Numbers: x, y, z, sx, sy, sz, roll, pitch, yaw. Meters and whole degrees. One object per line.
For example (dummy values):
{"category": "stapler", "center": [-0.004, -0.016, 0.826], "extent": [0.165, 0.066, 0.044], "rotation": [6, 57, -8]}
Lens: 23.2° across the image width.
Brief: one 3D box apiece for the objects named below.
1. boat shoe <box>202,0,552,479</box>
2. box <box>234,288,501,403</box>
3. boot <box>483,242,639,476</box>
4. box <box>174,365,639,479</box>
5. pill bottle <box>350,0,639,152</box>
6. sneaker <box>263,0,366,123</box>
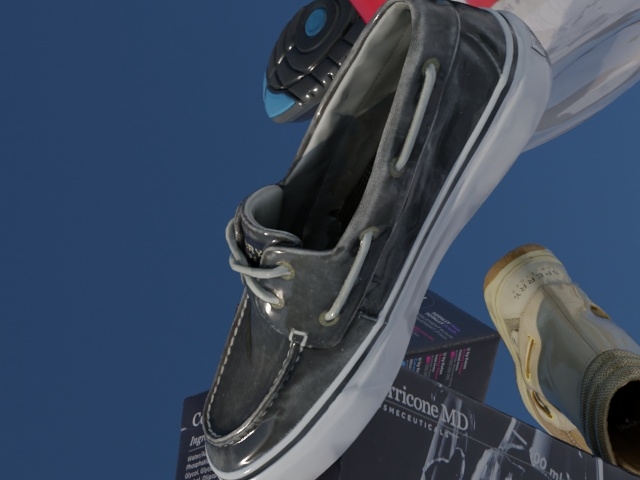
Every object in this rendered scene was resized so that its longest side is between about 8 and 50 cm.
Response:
{"category": "boat shoe", "center": [0.000, 0.000, 0.911], "extent": [0.119, 0.121, 0.335], "rotation": [19, -73, -34]}
{"category": "box", "center": [0.043, 0.150, 1.753], "extent": [0.270, 0.165, 0.143], "rotation": [-7, -62, -38]}
{"category": "boot", "center": [0.242, 0.142, 1.275], "extent": [0.095, 0.203, 0.262], "rotation": [-33, -53, -4]}
{"category": "box", "center": [0.068, 0.282, 1.052], "extent": [0.343, 0.179, 0.312], "rotation": [27, -125, -36]}
{"category": "pill bottle", "center": [0.089, -0.281, 1.162], "extent": [0.229, 0.229, 0.407], "rotation": [-19, -110, -43]}
{"category": "sneaker", "center": [0.079, -0.224, 1.667], "extent": [0.140, 0.341, 0.125], "rotation": [25, -141, -41]}
